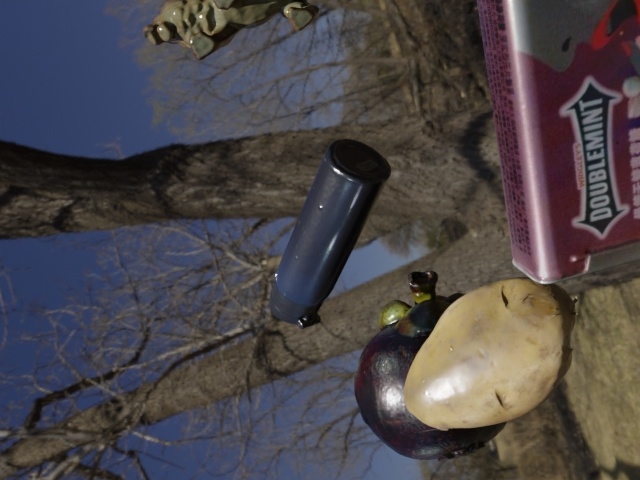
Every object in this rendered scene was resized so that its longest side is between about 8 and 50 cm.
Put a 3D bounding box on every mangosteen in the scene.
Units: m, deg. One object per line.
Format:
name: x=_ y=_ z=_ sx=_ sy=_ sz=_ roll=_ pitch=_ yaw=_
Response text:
mangosteen: x=0.213 y=0.254 z=1.230 sx=0.330 sy=0.330 sz=0.329 roll=-13 pitch=-90 yaw=-78

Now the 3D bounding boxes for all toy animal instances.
toy animal: x=-0.109 y=-0.347 z=0.952 sx=0.157 sy=0.313 sz=0.097 roll=-122 pitch=11 yaw=-59

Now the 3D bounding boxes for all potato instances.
potato: x=0.213 y=0.146 z=0.800 sx=0.161 sy=0.234 sz=0.128 roll=37 pitch=-176 yaw=41

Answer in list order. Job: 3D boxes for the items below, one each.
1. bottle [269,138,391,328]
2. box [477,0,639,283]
bottle: x=0.000 y=0.000 z=0.742 sx=0.082 sy=0.072 sz=0.244 roll=47 pitch=134 yaw=27
box: x=0.181 y=-0.091 z=0.451 sx=0.069 sy=0.120 sz=0.224 roll=-116 pitch=10 yaw=-70
